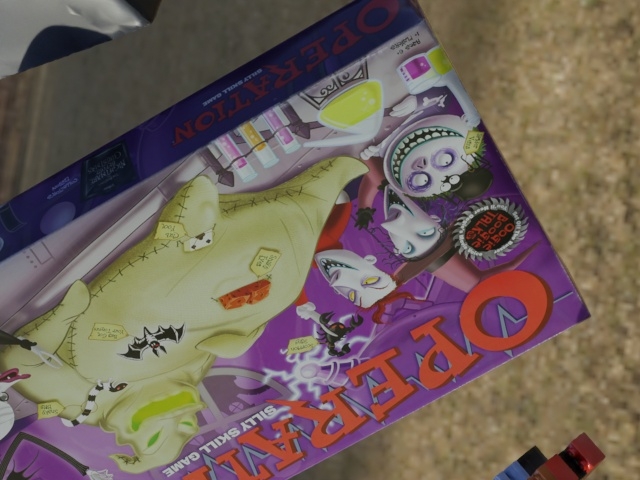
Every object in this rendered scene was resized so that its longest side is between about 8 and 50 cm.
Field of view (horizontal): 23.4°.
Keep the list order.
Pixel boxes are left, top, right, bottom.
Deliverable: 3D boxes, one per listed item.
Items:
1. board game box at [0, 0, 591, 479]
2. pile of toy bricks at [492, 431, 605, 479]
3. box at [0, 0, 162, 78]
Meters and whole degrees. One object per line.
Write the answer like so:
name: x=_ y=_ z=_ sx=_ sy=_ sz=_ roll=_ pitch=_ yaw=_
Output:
board game box: x=-0.063 y=0.043 z=0.745 sx=0.208 sy=0.346 sz=0.056 roll=53 pitch=-169 yaw=-42
pile of toy bricks: x=0.096 y=0.191 z=0.769 sx=0.118 sy=0.105 sz=0.212 roll=49 pitch=152 yaw=16
box: x=-0.214 y=-0.337 z=0.987 sx=0.179 sy=0.312 sz=0.343 roll=-12 pitch=48 yaw=36
